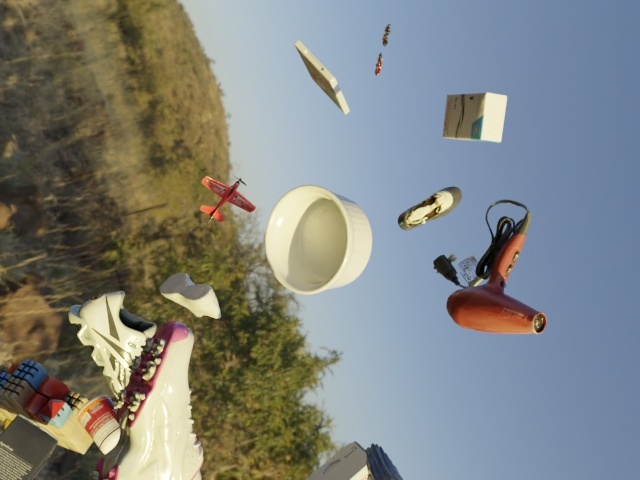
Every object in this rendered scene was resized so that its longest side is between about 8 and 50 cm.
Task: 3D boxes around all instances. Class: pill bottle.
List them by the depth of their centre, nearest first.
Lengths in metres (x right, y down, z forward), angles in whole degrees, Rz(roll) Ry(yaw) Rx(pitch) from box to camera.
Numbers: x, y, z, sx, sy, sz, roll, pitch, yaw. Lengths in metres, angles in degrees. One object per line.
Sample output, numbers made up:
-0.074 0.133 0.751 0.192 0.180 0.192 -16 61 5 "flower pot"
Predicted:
-0.493 0.443 1.442 0.152 0.086 0.086 42 -21 20 "pill bottle"

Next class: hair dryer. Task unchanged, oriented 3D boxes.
0.314 0.063 1.116 0.223 0.080 0.293 -48 -144 26 "hair dryer"

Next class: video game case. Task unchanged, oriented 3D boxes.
0.006 -0.487 1.848 0.183 0.023 0.201 51 2 22 "video game case"

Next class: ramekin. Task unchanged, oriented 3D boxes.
0.000 0.000 1.599 0.135 0.277 0.277 5 61 -53 "ramekin"

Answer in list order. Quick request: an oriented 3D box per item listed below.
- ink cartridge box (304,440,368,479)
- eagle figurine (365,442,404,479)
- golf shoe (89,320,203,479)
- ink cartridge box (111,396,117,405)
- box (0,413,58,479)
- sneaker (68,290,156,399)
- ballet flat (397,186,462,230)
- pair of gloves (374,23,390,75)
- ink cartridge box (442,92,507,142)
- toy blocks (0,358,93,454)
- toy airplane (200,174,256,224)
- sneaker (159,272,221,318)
0.076 0.561 1.306 0.093 0.154 0.212 19 -40 62 "ink cartridge box"
0.137 0.450 0.811 0.225 0.226 0.298 -20 123 -75 "eagle figurine"
-0.220 0.267 0.855 0.115 0.140 0.306 7 -103 61 "golf shoe"
-0.525 0.503 1.719 0.127 0.176 0.128 -30 101 -55 "ink cartridge box"
-0.674 0.499 1.303 0.108 0.207 0.153 36 -43 -5 "box"
-0.429 0.264 1.417 0.122 0.146 0.330 -120 -175 -67 "sneaker"
0.306 -0.089 1.686 0.074 0.203 0.074 61 -4 7 "ballet flat"
0.102 -0.311 1.005 0.074 0.010 0.083 -80 -178 -74 "pair of gloves"
0.341 -0.283 1.418 0.180 0.060 0.104 -157 -110 -63 "ink cartridge box"
-0.735 0.402 1.566 0.261 0.381 0.190 81 29 -46 "toy blocks"
-0.237 -0.097 1.516 0.028 0.151 0.151 -102 -179 -59 "toy airplane"
-0.321 0.146 1.520 0.212 0.080 0.094 17 -38 48 "sneaker"
